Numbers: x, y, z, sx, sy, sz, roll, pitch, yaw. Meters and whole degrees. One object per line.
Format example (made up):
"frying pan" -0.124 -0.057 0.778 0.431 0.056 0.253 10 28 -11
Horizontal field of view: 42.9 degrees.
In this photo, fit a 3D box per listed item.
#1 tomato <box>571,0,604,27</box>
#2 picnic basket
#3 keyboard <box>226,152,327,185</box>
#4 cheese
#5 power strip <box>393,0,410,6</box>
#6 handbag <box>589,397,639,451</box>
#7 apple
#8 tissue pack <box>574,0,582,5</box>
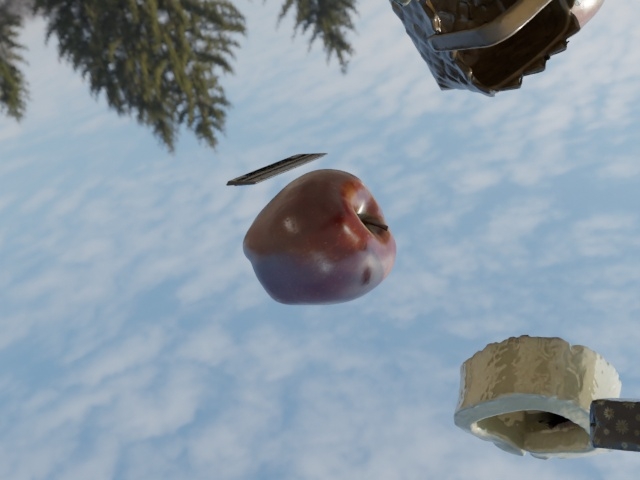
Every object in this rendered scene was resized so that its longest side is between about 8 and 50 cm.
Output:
"tomato" 0.497 -0.542 1.763 0.270 0.223 0.270 -26 -173 4
"picnic basket" 0.263 -0.380 1.236 0.254 0.291 0.321 -40 -159 -9
"keyboard" -0.067 -0.116 1.304 0.063 0.010 0.198 1 -162 35
"cheese" 0.457 0.346 1.731 0.332 0.292 0.153 -19 -138 43
"power strip" 0.090 -0.442 1.061 0.213 0.198 0.064 -58 178 -7
"handbag" 0.465 0.261 1.211 0.115 0.072 0.139 -2 -178 24
"apple" 0.000 0.000 1.728 0.316 0.288 0.288 -25 -162 37
"tissue pack" 0.421 -0.439 1.352 0.042 0.083 0.062 15 -175 28
